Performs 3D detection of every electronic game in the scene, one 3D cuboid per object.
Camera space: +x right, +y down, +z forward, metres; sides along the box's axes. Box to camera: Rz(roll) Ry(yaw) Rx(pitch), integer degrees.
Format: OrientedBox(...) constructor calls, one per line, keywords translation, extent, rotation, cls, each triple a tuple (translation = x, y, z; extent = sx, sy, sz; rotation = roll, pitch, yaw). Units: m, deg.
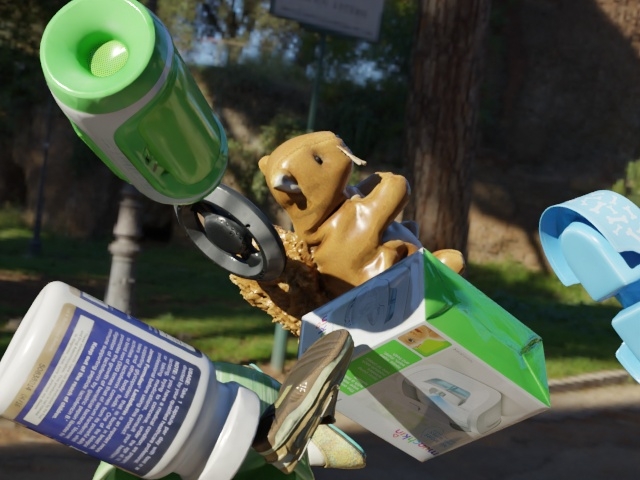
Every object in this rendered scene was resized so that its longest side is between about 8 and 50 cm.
OrientedBox(translation=(-0.154, -0.016, 1.567), extent=(0.229, 0.048, 0.229), rotation=(27, -33, 19), cls="electronic game")

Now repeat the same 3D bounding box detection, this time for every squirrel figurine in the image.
OrientedBox(translation=(0.000, 0.000, 1.767), extent=(0.370, 0.397, 0.281), rotation=(45, 8, -23), cls="squirrel figurine")

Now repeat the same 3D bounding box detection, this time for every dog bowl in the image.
OrientedBox(translation=(0.398, 0.065, 1.167), extent=(0.074, 0.297, 0.166), rotation=(-31, -11, -15), cls="dog bowl")

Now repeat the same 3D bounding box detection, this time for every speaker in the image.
OrientedBox(translation=(-0.182, -0.134, 0.971), extent=(0.131, 0.131, 0.296), rotation=(8, -16, 10), cls="speaker")

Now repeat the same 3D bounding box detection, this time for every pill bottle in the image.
OrientedBox(translation=(-0.208, 0.166, 1.008), extent=(0.265, 0.153, 0.153), rotation=(30, -5, -17), cls="pill bottle")

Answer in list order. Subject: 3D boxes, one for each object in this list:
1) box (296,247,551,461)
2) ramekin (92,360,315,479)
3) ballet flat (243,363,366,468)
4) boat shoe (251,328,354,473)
OrientedBox(translation=(0.137, 0.163, 1.262), extent=(0.231, 0.126, 0.262), rotation=(-32, -54, 33), cls="box")
OrientedBox(translation=(-0.156, 0.304, 1.280), extent=(0.304, 0.303, 0.148), rotation=(8, 41, -10), cls="ramekin")
OrientedBox(translation=(-0.067, 0.395, 1.939), extent=(0.349, 0.123, 0.123), rotation=(34, 12, 23), cls="ballet flat")
OrientedBox(translation=(-0.008, 0.189, 1.089), extent=(0.072, 0.190, 0.068), rotation=(49, -33, -16), cls="boat shoe")
